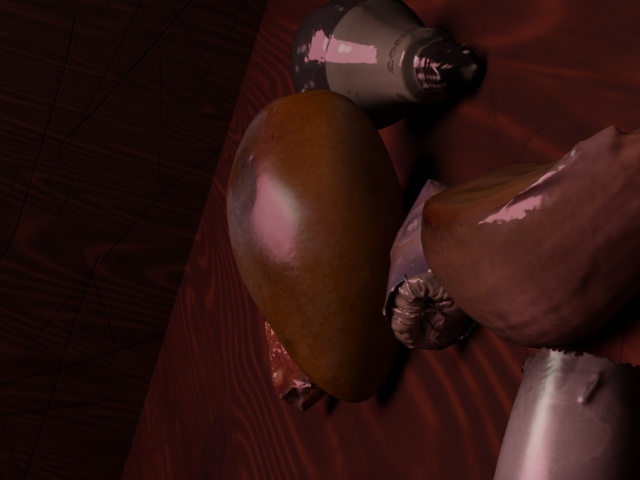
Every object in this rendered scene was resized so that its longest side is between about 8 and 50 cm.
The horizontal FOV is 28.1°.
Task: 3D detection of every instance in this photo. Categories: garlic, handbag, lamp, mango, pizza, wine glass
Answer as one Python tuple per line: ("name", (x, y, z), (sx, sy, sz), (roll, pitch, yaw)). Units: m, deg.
("garlic", (0.185, -0.034, 0.969), (0.196, 0.151, 0.338), (-66, 10, -23))
("handbag", (0.112, 0.030, 1.279), (0.173, 0.095, 0.117), (-88, 15, -54))
("lamp", (0.065, -0.214, 1.559), (0.314, 0.182, 0.181), (-133, 60, -73))
("mango", (0.000, 0.000, 1.491), (0.221, 0.199, 0.383), (-24, 70, 42))
("pizza", (0.011, 0.075, 1.660), (0.161, 0.086, 0.305), (28, 105, 54))
("wine glass", (0.166, 0.178, 0.838), (0.111, 0.111, 0.204), (148, 133, -71))
